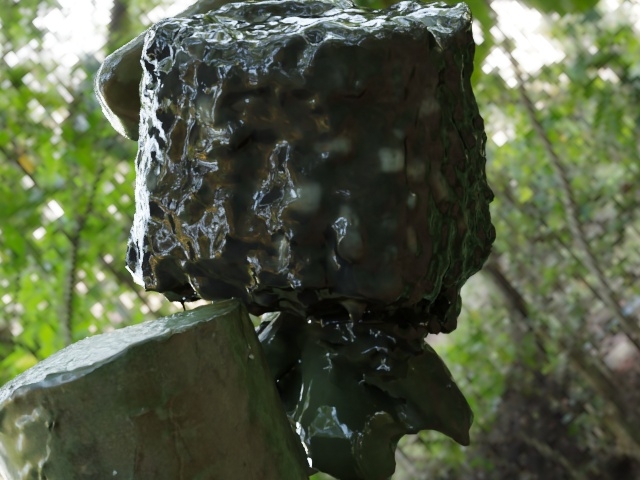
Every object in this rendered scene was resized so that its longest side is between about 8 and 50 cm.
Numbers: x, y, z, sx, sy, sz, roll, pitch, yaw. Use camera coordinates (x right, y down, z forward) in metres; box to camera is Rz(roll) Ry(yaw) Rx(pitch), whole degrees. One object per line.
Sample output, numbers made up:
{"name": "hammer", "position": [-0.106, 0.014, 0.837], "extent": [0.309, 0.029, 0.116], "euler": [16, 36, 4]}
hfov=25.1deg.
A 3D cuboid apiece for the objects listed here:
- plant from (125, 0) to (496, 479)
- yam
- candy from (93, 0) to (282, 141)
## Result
{"name": "plant", "position": [0.000, 0.000, 0.942], "extent": [0.215, 0.312, 0.213], "euler": [3, 19, 30]}
{"name": "yam", "position": [-0.076, 0.162, 0.804], "extent": [0.161, 0.268, 0.161], "euler": [-19, 16, 5]}
{"name": "candy", "position": [-0.133, -0.199, 1.542], "extent": [0.234, 0.102, 0.104], "euler": [-35, 8, -8]}
